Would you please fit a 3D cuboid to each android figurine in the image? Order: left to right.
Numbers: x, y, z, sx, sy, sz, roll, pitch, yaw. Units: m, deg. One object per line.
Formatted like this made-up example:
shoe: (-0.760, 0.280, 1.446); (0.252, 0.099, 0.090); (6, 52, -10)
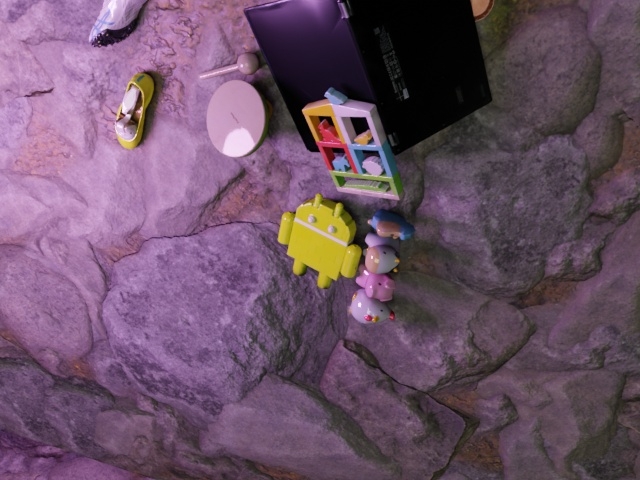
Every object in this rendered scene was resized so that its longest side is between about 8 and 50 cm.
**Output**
android figurine: (0.000, 0.000, 1.498); (0.248, 0.056, 0.273); (29, 127, 17)

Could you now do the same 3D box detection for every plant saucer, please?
plant saucer: (0.322, -0.505, 1.164); (0.083, 0.013, 0.084); (6, 122, 9)

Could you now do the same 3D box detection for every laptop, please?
laptop: (0.112, -0.410, 1.233); (0.407, 0.236, 0.382); (-29, 125, -3)

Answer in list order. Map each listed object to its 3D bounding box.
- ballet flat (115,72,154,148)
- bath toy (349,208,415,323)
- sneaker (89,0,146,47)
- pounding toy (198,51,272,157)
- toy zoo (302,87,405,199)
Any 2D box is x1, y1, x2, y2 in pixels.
ballet flat: (-0.492, -0.325, 1.427); (0.077, 0.077, 0.231); (28, 123, -6)
bath toy: (0.162, 0.095, 1.485); (0.128, 0.151, 0.348); (23, 127, 20)
sneaker: (-0.473, -0.545, 1.295); (0.237, 0.085, 0.086); (-36, 81, 32)
pounding toy: (-0.183, -0.320, 1.361); (0.182, 0.110, 0.237); (-13, 88, 32)
toy zoo: (0.072, -0.222, 1.275); (0.192, 0.030, 0.293); (12, 142, 39)
